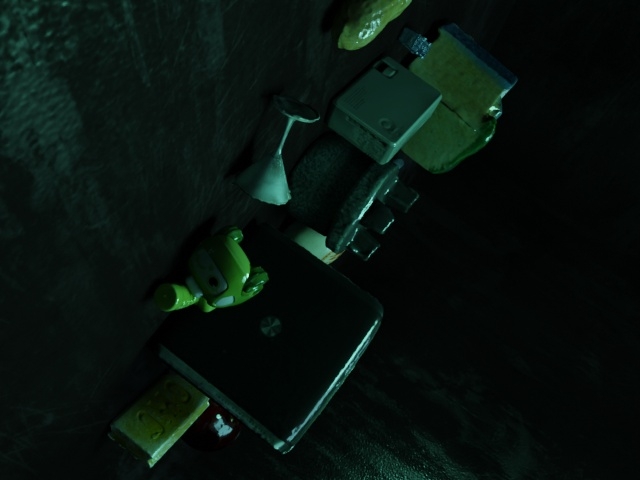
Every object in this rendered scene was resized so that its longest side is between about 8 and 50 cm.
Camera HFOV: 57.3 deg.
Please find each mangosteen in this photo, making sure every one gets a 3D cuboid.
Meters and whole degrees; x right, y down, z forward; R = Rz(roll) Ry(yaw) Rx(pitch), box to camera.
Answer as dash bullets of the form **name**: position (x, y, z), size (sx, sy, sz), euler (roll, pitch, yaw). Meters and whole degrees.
- **mangosteen**: position (-0.373, 0.544, 1.813), size (0.261, 0.235, 0.235), euler (-23, -179, 20)

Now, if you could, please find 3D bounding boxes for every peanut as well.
- **peanut**: position (0.103, -0.440, 1.093), size (0.226, 0.095, 0.108), euler (-51, 172, -17)

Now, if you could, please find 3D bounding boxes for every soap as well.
- **soap**: position (-0.399, 0.438, 1.478), size (0.232, 0.140, 0.073), euler (-43, 164, -49)

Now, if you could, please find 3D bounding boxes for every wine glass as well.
- **wine glass**: position (-0.079, -0.170, 1.093), size (0.122, 0.122, 0.183), euler (-39, 158, -57)

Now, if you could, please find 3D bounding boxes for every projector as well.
- **projector**: position (-0.112, 0.229, 1.401), size (0.405, 0.395, 0.242), euler (-52, 168, -18)
- **projector**: position (0.155, -0.323, 1.450), size (0.256, 0.192, 0.099), euler (-48, 172, -33)

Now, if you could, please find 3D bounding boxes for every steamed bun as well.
- **steamed bun**: position (0.000, 0.000, 1.730), size (0.232, 0.145, 0.232), euler (-32, 169, -7)

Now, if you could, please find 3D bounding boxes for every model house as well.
- **model house**: position (0.430, -0.463, 1.910), size (0.342, 0.335, 0.382), euler (-49, 179, -20)

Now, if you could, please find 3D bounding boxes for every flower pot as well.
- **flower pot**: position (0.083, -0.111, 1.533), size (0.299, 0.283, 0.299), euler (-53, 168, -16)

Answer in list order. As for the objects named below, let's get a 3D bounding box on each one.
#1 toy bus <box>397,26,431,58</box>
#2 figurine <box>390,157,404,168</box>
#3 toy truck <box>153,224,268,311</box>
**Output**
- **toy bus**: position (0.257, -0.534, 1.587), size (0.047, 0.065, 0.166), euler (-59, 168, 17)
- **figurine**: position (0.134, -0.208, 1.794), size (0.265, 0.175, 0.197), euler (-48, 175, 5)
- **toy truck**: position (-0.220, 0.079, 1.195), size (0.211, 0.148, 0.187), euler (-34, 172, -3)
